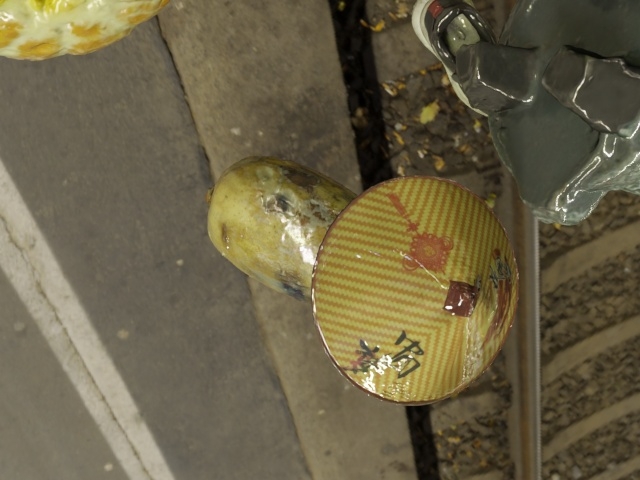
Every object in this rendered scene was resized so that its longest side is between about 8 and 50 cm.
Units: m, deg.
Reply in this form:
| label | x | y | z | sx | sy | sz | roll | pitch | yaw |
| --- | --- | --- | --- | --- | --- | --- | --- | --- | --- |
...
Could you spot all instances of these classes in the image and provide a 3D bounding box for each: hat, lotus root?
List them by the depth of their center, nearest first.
| label | x | y | z | sx | sy | sz | roll | pitch | yaw |
| --- | --- | --- | --- | --- | --- | --- | --- | --- | --- |
| hat | 0.095 | 0.043 | 0.575 | 0.193 | 0.082 | 0.192 | -1 | 94 | -20 |
| lotus root | -0.001 | 0.002 | 0.812 | 0.278 | 0.154 | 0.154 | 25 | 115 | 7 |

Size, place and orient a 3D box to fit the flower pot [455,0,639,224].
| label | x | y | z | sx | sy | sz | roll | pitch | yaw |
| --- | --- | --- | --- | --- | --- | --- | --- | --- | --- |
| flower pot | 0.303 | -0.155 | 0.754 | 0.283 | 0.299 | 0.299 | 12 | 116 | -27 |

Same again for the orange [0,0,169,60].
| label | x | y | z | sx | sy | sz | roll | pitch | yaw |
| --- | --- | --- | --- | --- | --- | --- | --- | --- | --- |
| orange | -0.256 | -0.310 | 0.643 | 0.329 | 0.249 | 0.329 | -24 | 170 | -5 |

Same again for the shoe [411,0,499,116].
| label | x | y | z | sx | sy | sz | roll | pitch | yaw |
| --- | --- | --- | --- | --- | --- | --- | --- | --- | --- |
| shoe | 0.212 | -0.243 | 0.996 | 0.099 | 0.112 | 0.227 | -39 | 107 | 17 |
